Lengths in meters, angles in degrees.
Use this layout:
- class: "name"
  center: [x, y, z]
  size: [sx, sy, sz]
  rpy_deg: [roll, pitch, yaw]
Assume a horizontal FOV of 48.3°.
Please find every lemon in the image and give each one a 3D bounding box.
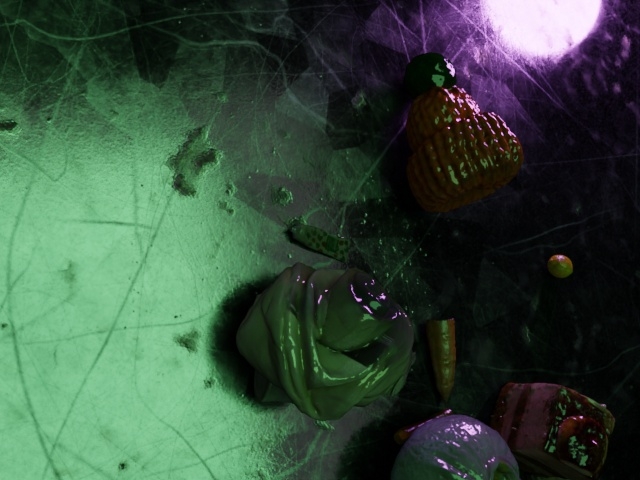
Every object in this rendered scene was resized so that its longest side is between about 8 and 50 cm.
- class: "lemon"
  center: [0.660, 0.072, 1.958]
  size: [0.083, 0.062, 0.062]
  rpy_deg: [24, 70, -20]

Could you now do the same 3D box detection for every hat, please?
- class: "hat"
  center: [0.314, -0.286, 1.739]
  size: [0.285, 0.285, 0.400]
  rpy_deg: [-18, 85, -29]

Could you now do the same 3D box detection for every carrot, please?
- class: "carrot"
  center: [0.294, 0.291, 1.729]
  size: [0.072, 0.072, 0.205]
  rpy_deg: [0, 87, -28]
- class: "carrot"
  center: [0.247, 0.439, 1.686]
  size: [0.171, 0.042, 0.042]
  rpy_deg: [-17, 88, -32]

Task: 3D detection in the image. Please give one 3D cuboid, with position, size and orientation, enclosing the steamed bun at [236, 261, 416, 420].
- class: "steamed bun"
  center: [0.045, 0.174, 1.457]
  size: [0.394, 0.237, 0.346]
  rpy_deg: [12, 47, -26]

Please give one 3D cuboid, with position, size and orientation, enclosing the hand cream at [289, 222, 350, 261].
- class: "hand cream"
  center: [0.000, 0.000, 1.650]
  size: [0.165, 0.037, 0.057]
  rpy_deg: [22, 71, -29]

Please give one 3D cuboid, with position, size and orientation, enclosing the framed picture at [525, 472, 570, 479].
- class: "framed picture"
  center: [0.611, 0.643, 1.842]
  size: [0.128, 0.023, 0.168]
  rpy_deg: [-28, 94, -29]

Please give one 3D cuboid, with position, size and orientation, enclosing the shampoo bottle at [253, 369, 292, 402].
- class: "shampoo bottle"
  center: [-0.021, 0.302, 1.543]
  size: [0.234, 0.087, 0.118]
  rpy_deg: [13, 64, -25]

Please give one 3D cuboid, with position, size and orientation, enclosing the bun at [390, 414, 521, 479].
- class: "bun"
  center: [0.318, 0.562, 1.579]
  size: [0.362, 0.211, 0.362]
  rpy_deg: [7, 79, -37]

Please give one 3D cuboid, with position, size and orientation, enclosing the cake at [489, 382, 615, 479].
- class: "cake"
  center: [0.560, 0.448, 1.699]
  size: [0.196, 0.293, 0.198]
  rpy_deg: [32, 67, -12]
